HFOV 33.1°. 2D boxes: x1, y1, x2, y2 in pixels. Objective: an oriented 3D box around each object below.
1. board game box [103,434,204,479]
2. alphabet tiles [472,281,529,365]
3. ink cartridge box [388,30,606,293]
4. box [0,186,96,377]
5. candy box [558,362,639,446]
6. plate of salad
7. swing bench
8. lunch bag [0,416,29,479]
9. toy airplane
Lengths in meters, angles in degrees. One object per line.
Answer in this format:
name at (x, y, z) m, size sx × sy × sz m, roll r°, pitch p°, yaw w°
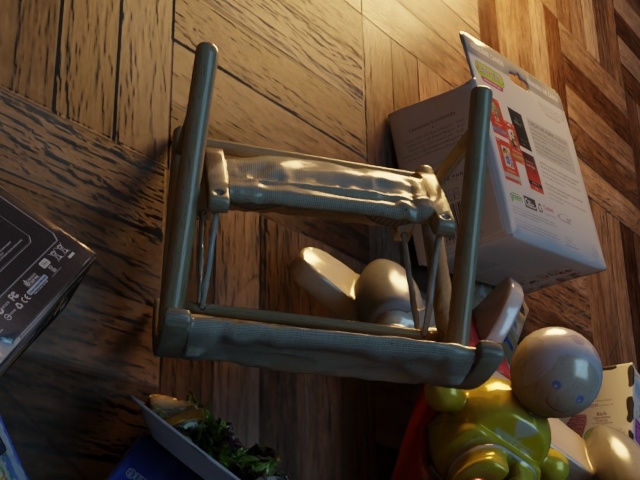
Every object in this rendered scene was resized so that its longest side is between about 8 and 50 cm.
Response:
board game box at (-0.080, 0.334, 0.694) m, size 0.318 × 0.066 × 0.318 m, roll 37°, pitch 40°, yaw -2°
alphabet tiles at (0.228, 0.118, 1.434) m, size 0.198 × 0.009 × 0.237 m, roll 60°, pitch 36°, yaw -21°
ink cartridge box at (0.230, -0.090, 1.404) m, size 0.309 × 0.130 × 0.272 m, roll 16°, pitch 59°, yaw -54°
box at (-0.255, 0.026, 0.592) m, size 0.183 × 0.056 × 0.231 m, roll 35°, pitch 31°, yaw -4°
candy box at (0.339, 0.283, 1.395) m, size 0.071 × 0.159 × 0.233 m, roll 48°, pitch 42°, yaw -38°
plate of salad at (-0.060, 0.170, 0.818) m, size 0.048 × 0.200 × 0.200 m, roll -53°, pitch 127°, yaw -12°
swing bench at (0.000, 0.000, 0.889) m, size 0.253 × 0.165 × 0.255 m, roll 8°, pitch 65°, yaw -11°
lunch bag at (-0.240, 0.138, 0.645) m, size 0.129 × 0.096 × 0.151 m, roll 68°, pitch 24°, yaw -2°
toy airplane at (0.179, 0.162, 1.093) m, size 0.386 × 0.272 × 0.384 m, roll -2°, pitch 59°, yaw -43°
